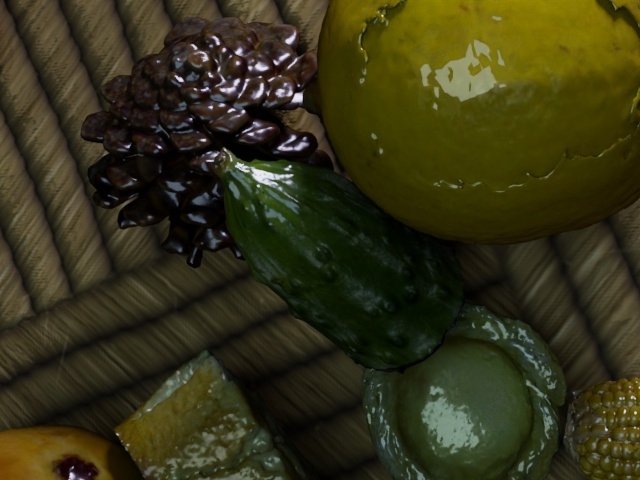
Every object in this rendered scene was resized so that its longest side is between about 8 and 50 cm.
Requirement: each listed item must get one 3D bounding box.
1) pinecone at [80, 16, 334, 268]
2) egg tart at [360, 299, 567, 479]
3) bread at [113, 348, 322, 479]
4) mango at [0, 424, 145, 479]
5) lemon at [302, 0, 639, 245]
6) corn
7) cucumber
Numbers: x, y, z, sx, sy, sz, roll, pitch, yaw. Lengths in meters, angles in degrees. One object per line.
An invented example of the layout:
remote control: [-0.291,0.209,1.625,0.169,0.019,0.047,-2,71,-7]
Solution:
pinecone: [-0.094,-0.083,1.398,0.229,0.202,0.201,-20,110,-1]
egg tart: [0.126,0.143,1.391,0.197,0.078,0.197,1,94,21]
bread: [-0.060,0.225,1.406,0.124,0.186,0.257,-38,85,4]
mango: [-0.224,0.382,1.435,0.300,0.232,0.445,2,107,43]
lemon: [0.143,-0.133,1.264,0.297,0.297,0.297,1,93,19]
corn: [0.348,0.165,1.310,0.293,0.106,0.106,2,94,17]
cucumber: [0.001,0.001,1.302,0.134,0.134,0.244,-42,123,16]
